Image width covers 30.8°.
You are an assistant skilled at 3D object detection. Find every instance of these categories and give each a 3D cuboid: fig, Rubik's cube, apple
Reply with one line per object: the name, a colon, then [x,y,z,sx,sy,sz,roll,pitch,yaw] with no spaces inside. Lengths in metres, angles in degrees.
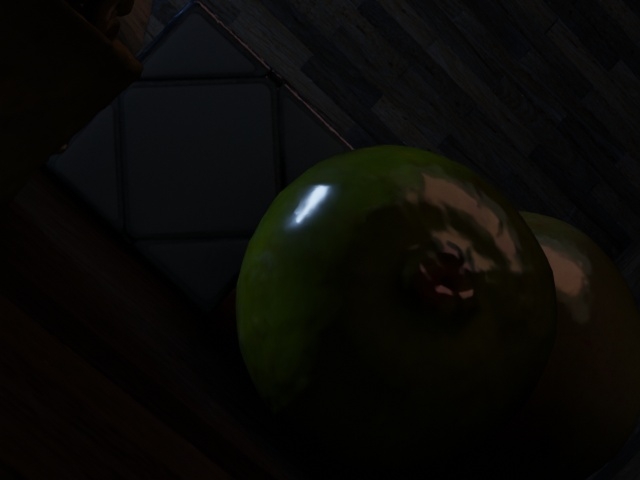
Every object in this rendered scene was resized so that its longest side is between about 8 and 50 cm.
fig: [0.050,0.055,0.964,0.258,0.258,0.326,43,-8,-4]
Rubik's cube: [-0.108,-0.082,1.106,0.205,0.207,0.205,44,2,-6]
apple: [0.180,0.112,1.210,0.319,0.319,0.277,46,-8,36]

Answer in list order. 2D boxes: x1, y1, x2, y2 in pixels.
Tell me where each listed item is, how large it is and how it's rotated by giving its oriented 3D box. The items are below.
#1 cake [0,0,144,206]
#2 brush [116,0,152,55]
cake: [-0.216,-0.231,0.729,0.332,0.321,0.332,42,1,-1]
brush: [-0.389,-0.456,2.032,0.174,0.267,0.166,3,-15,32]
